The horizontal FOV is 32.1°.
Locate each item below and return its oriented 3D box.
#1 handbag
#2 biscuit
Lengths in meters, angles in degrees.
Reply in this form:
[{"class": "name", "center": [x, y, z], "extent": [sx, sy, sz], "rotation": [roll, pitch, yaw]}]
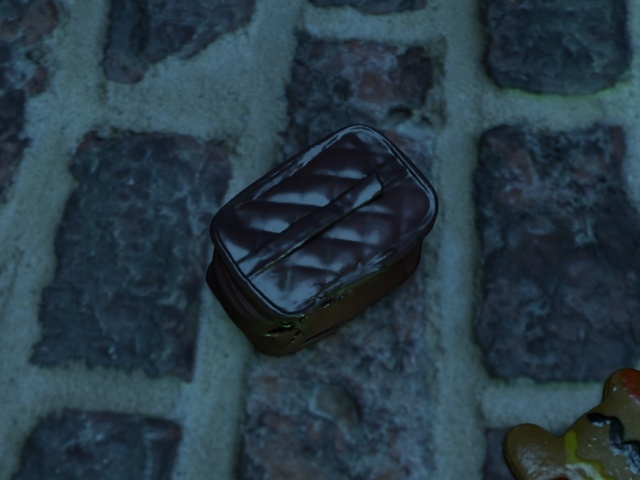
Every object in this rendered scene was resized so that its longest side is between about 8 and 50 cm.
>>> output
[{"class": "handbag", "center": [0.000, 0.000, 1.065], "extent": [0.225, 0.135, 0.146], "rotation": [-32, 71, -20]}, {"class": "biscuit", "center": [0.237, 0.226, 1.001], "extent": [0.250, 0.036, 0.165], "rotation": [-27, 64, -16]}]
